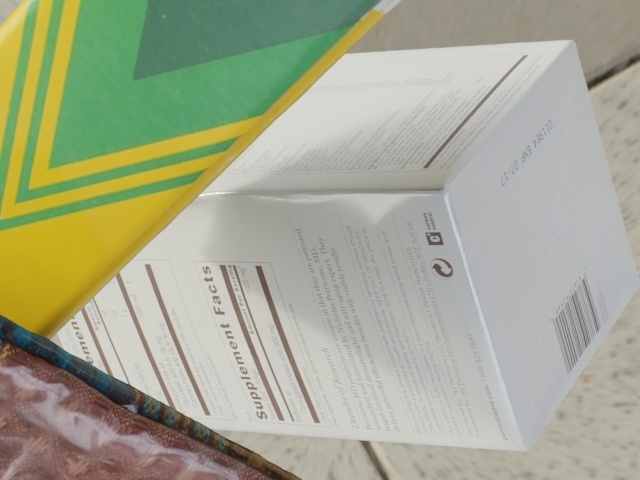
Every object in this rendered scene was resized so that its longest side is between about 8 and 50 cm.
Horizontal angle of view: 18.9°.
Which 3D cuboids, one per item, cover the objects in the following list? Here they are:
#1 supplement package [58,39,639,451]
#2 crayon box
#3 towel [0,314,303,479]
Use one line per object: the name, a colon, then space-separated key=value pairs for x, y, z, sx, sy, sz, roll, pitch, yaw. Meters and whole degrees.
supplement package: x=0.000 y=0.000 z=0.896 sx=0.244 sy=0.139 sz=0.134 roll=0 pitch=122 yaw=35
crayon box: x=-0.044 y=-0.078 z=0.661 sx=0.083 sy=0.203 sz=0.323 roll=43 pitch=120 yaw=-7
towel: x=-0.136 y=0.209 z=0.660 sx=0.271 sy=0.040 sz=0.370 roll=31 pitch=107 yaw=-24
